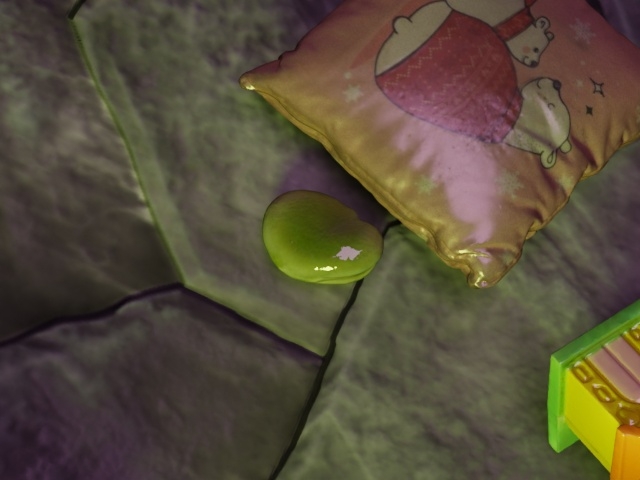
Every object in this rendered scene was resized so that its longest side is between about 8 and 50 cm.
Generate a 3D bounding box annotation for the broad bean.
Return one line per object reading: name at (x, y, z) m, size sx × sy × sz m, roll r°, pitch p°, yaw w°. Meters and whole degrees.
broad bean at (0.000, 0.000, 0.992) m, size 0.083 × 0.045 × 0.063 m, roll 24°, pitch 70°, yaw 7°

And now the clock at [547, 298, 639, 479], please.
clock at (0.303, 0.126, 0.912) m, size 0.220 × 0.106 × 0.255 m, roll -30°, pitch 53°, yaw -16°

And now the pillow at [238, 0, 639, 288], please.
pillow at (0.101, -0.107, 1.016) m, size 0.236 × 0.084 × 0.223 m, roll -41°, pitch 82°, yaw -21°
